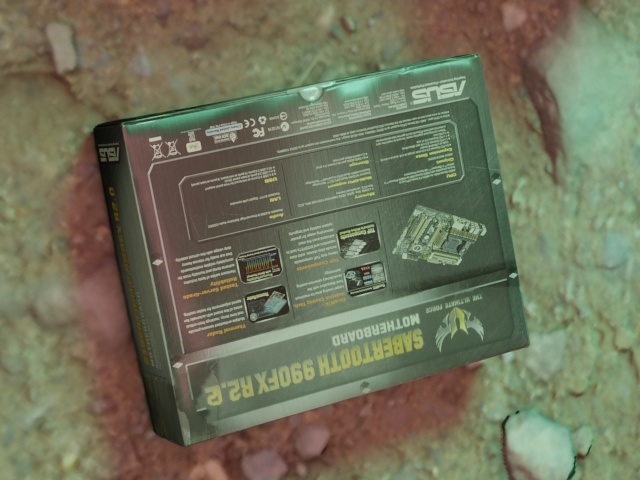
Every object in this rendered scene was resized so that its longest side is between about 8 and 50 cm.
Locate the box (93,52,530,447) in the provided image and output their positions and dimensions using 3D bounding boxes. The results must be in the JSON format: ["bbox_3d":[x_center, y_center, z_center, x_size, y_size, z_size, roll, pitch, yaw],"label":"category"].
[{"bbox_3d":[0.000,0.000,0.867,0.231,0.056,0.183,-14,98,-23],"label":"box"}]
